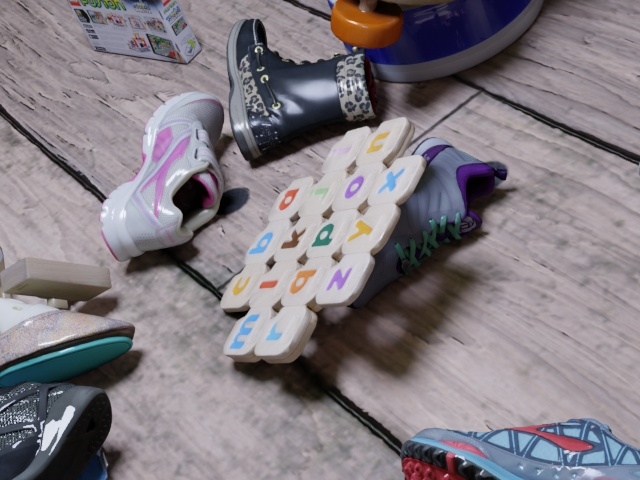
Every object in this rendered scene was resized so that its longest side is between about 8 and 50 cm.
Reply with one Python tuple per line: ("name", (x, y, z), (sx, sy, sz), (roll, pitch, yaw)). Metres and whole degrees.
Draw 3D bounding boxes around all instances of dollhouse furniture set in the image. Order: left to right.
("dollhouse furniture set", (-0.346, 0.015, 1.550), (0.151, 0.144, 0.123), (-27, 66, 37))

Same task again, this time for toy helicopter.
("toy helicopter", (0.056, -0.377, 1.634), (0.235, 0.140, 0.355), (-19, 43, -29))

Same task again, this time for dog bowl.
("dog bowl", (0.142, -0.320, 1.724), (0.264, 0.104, 0.265), (-16, 39, 13))

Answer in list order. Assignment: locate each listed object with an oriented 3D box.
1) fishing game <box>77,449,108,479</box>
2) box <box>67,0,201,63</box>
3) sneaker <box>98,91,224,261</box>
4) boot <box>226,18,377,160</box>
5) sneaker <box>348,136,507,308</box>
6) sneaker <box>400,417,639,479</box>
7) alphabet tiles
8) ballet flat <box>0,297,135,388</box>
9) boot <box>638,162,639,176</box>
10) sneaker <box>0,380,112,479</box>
("fishing game", (-0.298, 0.245, 1.361), (0.189, 0.041, 0.264), (-25, 38, 5))
("box", (-0.272, -0.316, 1.950), (0.207, 0.114, 0.036), (14, 52, 40))
("sneaker", (-0.158, -0.076, 1.622), (0.111, 0.103, 0.252), (2, 52, 26))
("boot", (-0.023, -0.207, 1.704), (0.178, 0.085, 0.236), (-14, 45, 11))
("sneaker", (0.105, -0.014, 1.406), (0.098, 0.083, 0.224), (20, 61, 27))
("sneaker", (0.191, 0.199, 1.108), (0.261, 0.104, 0.125), (12, 33, 34))
("alphabet tiles", (0.000, 0.000, 1.392), (0.278, 0.021, 0.284), (-8, 50, 59))
("ballet flat", (-0.355, 0.124, 1.464), (0.316, 0.107, 0.106), (-24, 71, 1))
("boot", (0.412, -0.086, 1.331), (0.190, 0.069, 0.086), (-32, 44, 5))
("sneaker", (-0.308, 0.221, 1.302), (0.130, 0.087, 0.227), (8, 46, 28))
